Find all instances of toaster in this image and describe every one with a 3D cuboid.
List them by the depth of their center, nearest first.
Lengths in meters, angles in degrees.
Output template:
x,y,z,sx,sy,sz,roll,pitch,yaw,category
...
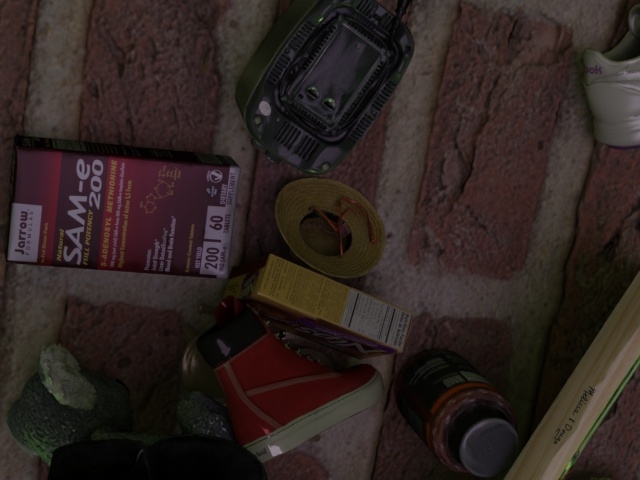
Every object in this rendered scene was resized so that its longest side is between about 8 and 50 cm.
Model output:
x,y,z,sx,sy,sz,roll,pitch,yaw,category
0.002,-0.185,1.459,0.129,0.146,0.227,32,95,-20,toaster

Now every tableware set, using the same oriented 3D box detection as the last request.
x,y,z,sx,sy,sz,roll,pitch,yaw,category
-0.074,0.155,1.583,0.194,0.039,0.128,16,87,-23,tableware set

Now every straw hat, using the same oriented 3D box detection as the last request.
x,y,z,sx,sy,sz,roll,pitch,yaw,category
0.000,0.000,1.545,0.144,0.144,0.061,22,138,-18,straw hat

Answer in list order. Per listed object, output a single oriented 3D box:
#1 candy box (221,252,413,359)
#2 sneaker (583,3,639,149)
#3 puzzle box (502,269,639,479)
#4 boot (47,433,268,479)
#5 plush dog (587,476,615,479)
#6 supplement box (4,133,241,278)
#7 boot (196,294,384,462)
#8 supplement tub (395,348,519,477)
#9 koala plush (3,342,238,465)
x,y,z,sx,sy,sz,roll,pitch,yaw,category
-0.004,0.077,1.532,0.186,0.109,0.053,25,71,-21,candy box
0.443,-0.222,1.578,0.305,0.114,0.152,-25,109,-7,sneaker
0.293,0.208,1.577,0.052,0.272,0.409,33,95,14,puzzle box
-0.036,0.326,1.354,0.367,0.146,0.445,-15,135,2,boot
0.352,0.463,1.704,0.262,0.210,0.225,42,117,-18,plush dog
-0.215,-0.035,1.481,0.239,0.073,0.130,4,103,-14,supplement box
-0.032,0.129,1.507,0.088,0.244,0.176,-30,83,33,boot
0.159,0.201,1.568,0.106,0.198,0.106,-3,105,-13,supplement tub
-0.240,0.218,1.472,0.221,0.196,0.203,44,50,3,koala plush
